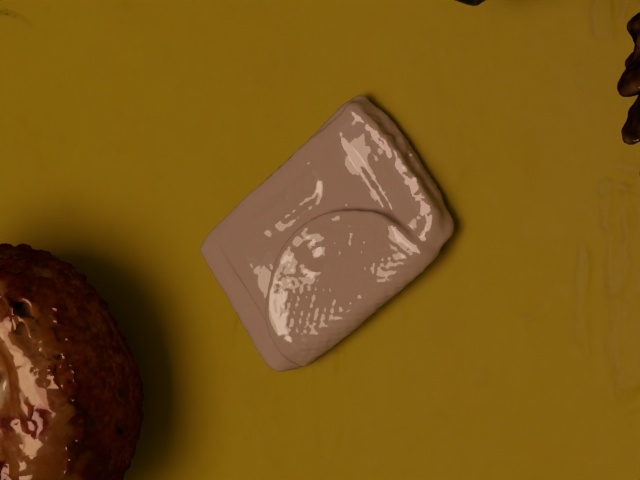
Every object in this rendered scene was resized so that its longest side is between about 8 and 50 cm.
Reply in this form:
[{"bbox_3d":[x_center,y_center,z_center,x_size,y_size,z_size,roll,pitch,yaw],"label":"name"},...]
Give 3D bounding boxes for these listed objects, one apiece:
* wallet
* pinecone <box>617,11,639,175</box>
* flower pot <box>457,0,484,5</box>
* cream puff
[{"bbox_3d":[0.000,0.000,0.978,0.183,0.032,0.124,-41,72,34],"label":"wallet"},{"bbox_3d":[0.243,-0.059,0.706,0.184,0.179,0.204,157,91,-77],"label":"pinecone"},{"bbox_3d":[0.107,-0.254,0.815,0.108,0.103,0.229,-7,94,35],"label":"flower pot"},{"bbox_3d":[-0.232,0.117,1.084,0.240,0.164,0.240,0,90,22],"label":"cream puff"}]
